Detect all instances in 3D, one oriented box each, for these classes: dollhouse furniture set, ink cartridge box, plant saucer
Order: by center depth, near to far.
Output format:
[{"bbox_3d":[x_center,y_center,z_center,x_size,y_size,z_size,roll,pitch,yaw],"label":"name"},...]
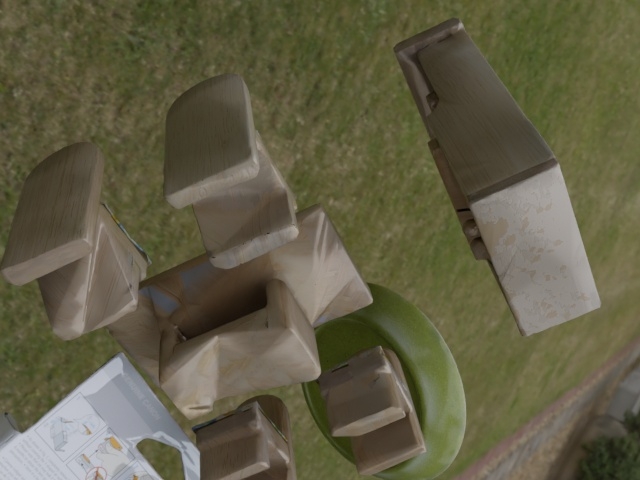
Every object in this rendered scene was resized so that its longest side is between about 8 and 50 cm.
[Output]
[{"bbox_3d":[0.000,0.000,0.723,0.394,0.256,0.362,-24,127,9],"label":"dollhouse furniture set"},{"bbox_3d":[-0.235,0.274,0.809,0.239,0.060,0.275,-41,122,-22],"label":"ink cartridge box"},{"bbox_3d":[0.054,0.167,0.904,0.037,0.241,0.241,-18,130,-43],"label":"plant saucer"}]
